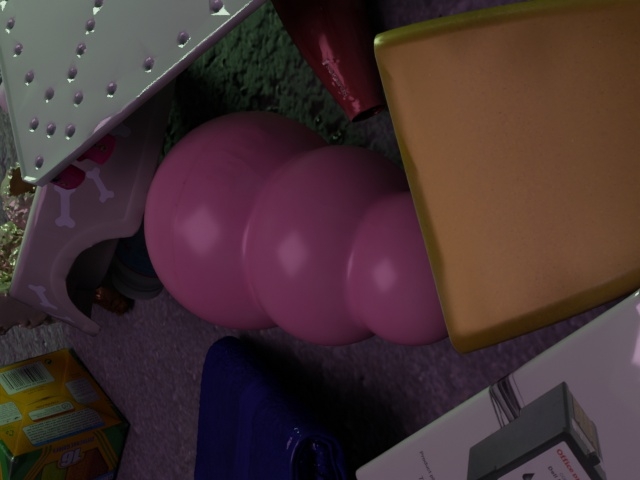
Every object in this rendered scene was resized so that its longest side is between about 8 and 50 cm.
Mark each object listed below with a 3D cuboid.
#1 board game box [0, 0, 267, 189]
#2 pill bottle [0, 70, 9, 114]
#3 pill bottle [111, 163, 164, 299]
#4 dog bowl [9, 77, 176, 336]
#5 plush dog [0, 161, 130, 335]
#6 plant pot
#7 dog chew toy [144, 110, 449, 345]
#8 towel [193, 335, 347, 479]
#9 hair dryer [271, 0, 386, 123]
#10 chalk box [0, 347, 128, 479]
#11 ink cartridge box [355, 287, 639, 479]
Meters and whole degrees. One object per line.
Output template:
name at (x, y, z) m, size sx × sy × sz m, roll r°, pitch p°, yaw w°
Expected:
board game box at (-0.151, -0.292, 0.887) m, size 0.390 × 0.050 × 0.390 m, roll -35°, pitch 56°, yaw 20°
pill bottle at (-0.388, -0.223, 1.296) m, size 0.180 × 0.108 × 0.108 m, roll 57°, pitch 135°, yaw 21°
pill bottle at (-0.195, -0.006, 1.155) m, size 0.087 × 0.087 × 0.160 m, roll 51°, pitch 132°, yaw 27°
dog bowl at (-0.252, -0.075, 1.071) m, size 0.349 × 0.102 × 0.349 m, roll -165°, pitch 90°, yaw -73°
plush dog at (-0.382, 0.026, 1.334) m, size 0.225 × 0.210 × 0.262 m, roll 23°, pitch 89°, yaw 58°
plant pot at (0.189, -0.062, 0.645) m, size 0.187 × 0.212 × 0.212 m, roll -16°, pitch 87°, yaw 36°
dog chew toy at (0.000, 0.000, 0.868) m, size 0.332 × 0.206 × 0.207 m, roll 16°, pitch 111°, yaw 37°
towel at (-0.055, 0.245, 1.017) m, size 0.308 × 0.076 × 0.228 m, roll -150°, pitch 65°, yaw -64°
hair dryer at (0.035, -0.248, 0.848) m, size 0.223 × 0.080 × 0.293 m, roll 24°, pitch 117°, yaw 42°
chalk box at (-0.422, 0.337, 1.424) m, size 0.179 × 0.180 × 0.289 m, roll 41°, pitch 129°, yaw 34°
ink cartridge box at (0.198, 0.131, 0.667) m, size 0.289 × 0.211 × 0.121 m, roll -44°, pitch 66°, yaw 43°
